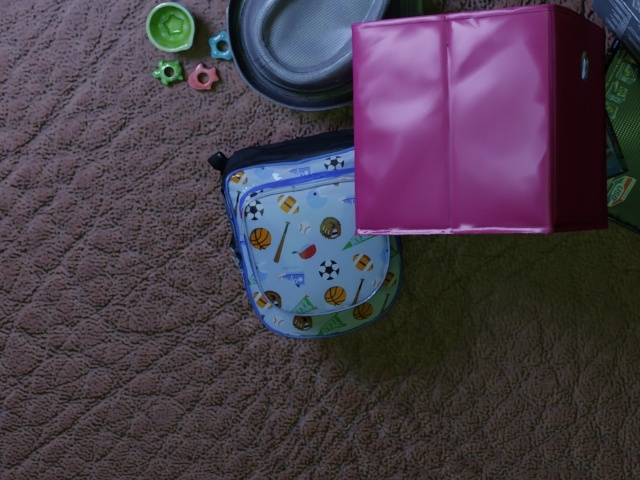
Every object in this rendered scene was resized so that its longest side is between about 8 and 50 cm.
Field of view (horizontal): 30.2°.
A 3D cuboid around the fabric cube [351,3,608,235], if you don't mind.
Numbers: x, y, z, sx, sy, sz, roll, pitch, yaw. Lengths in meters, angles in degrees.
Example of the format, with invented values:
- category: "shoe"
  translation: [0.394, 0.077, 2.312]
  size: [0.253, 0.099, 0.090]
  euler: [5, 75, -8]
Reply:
- category: "fabric cube"
  translation: [0.204, -0.137, 1.468]
  size: [0.259, 0.254, 0.258]
  euler: [-1, 90, 27]

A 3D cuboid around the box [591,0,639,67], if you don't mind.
- category: "box"
  translation: [0.523, -0.248, 1.452]
  size: [0.242, 0.076, 0.307]
  euler: [-31, 73, -10]

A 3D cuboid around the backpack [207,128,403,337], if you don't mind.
- category: "backpack"
  translation: [0.000, 0.000, 1.619]
  size: [0.276, 0.213, 0.263]
  euler: [-9, 114, 5]

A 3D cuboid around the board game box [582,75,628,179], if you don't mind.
- category: "board game box"
  translation: [0.292, -0.119, 1.588]
  size: [0.201, 0.035, 0.136]
  euler: [-21, 82, 28]

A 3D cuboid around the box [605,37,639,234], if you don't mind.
- category: "box"
  translation: [0.455, -0.147, 1.600]
  size: [0.216, 0.060, 0.270]
  euler: [26, 106, -1]

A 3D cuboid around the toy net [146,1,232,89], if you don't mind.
- category: "toy net"
  translation: [-0.122, -0.264, 1.635]
  size: [0.232, 0.045, 0.122]
  euler: [3, 104, 5]

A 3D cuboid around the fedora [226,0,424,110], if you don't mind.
- category: "fedora"
  translation: [0.009, -0.295, 1.545]
  size: [0.275, 0.124, 0.244]
  euler: [-29, 100, 0]
